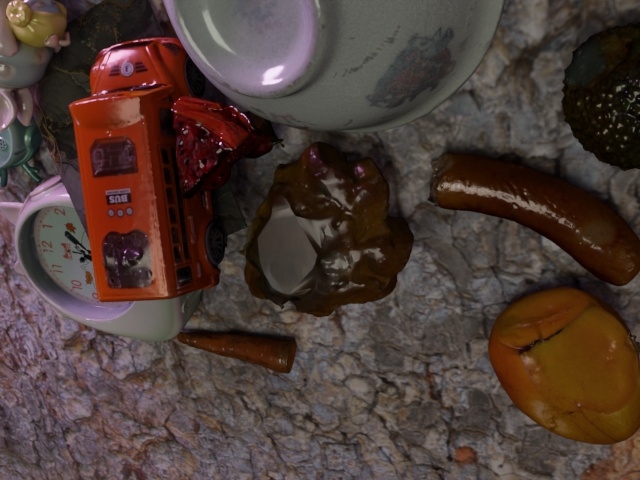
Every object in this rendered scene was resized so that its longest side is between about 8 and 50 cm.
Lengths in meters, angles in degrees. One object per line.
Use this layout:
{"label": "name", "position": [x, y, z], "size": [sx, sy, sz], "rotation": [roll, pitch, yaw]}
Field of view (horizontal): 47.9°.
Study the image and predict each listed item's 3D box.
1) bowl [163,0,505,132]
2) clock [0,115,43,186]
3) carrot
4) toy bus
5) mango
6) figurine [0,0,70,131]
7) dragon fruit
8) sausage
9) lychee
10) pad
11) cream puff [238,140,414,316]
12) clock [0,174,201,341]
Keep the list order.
{"label": "bowl", "position": [-0.034, -0.274, 0.773], "size": [0.435, 0.196, 0.434], "rotation": [16, 130, 21]}
{"label": "clock", "position": [-0.511, -0.177, 1.120], "size": [0.159, 0.066, 0.211], "rotation": [-6, 118, 22]}
{"label": "carrot", "position": [-0.150, 0.182, 1.225], "size": [0.224, 0.057, 0.057], "rotation": [6, 122, 19]}
{"label": "toy bus", "position": [-0.224, -0.092, 0.914], "size": [0.143, 0.153, 0.329], "rotation": [-3, 96, 17]}
{"label": "mango", "position": [0.353, 0.192, 1.011], "size": [0.187, 0.138, 0.257], "rotation": [-25, 114, 10]}
{"label": "figurine", "position": [-0.406, -0.274, 0.968], "size": [0.155, 0.127, 0.235], "rotation": [-9, 105, 14]}
{"label": "dragon fruit", "position": [-0.101, -0.115, 0.913], "size": [0.092, 0.192, 0.122], "rotation": [3, 96, 19]}
{"label": "sausage", "position": [0.280, -0.038, 0.929], "size": [0.302, 0.076, 0.103], "rotation": [23, 132, 5]}
{"label": "lychee", "position": [0.353, -0.153, 0.796], "size": [0.171, 0.171, 0.171], "rotation": [9, 122, 14]}
{"label": "pad", "position": [-0.276, -0.139, 1.007], "size": [0.248, 0.007, 0.367], "rotation": [-23, 91, 20]}
{"label": "cream puff", "position": [0.000, 0.000, 0.999], "size": [0.269, 0.155, 0.241], "rotation": [-28, 104, 31]}
{"label": "clock", "position": [-0.357, 0.014, 1.156], "size": [0.324, 0.108, 0.265], "rotation": [11, 123, 13]}
